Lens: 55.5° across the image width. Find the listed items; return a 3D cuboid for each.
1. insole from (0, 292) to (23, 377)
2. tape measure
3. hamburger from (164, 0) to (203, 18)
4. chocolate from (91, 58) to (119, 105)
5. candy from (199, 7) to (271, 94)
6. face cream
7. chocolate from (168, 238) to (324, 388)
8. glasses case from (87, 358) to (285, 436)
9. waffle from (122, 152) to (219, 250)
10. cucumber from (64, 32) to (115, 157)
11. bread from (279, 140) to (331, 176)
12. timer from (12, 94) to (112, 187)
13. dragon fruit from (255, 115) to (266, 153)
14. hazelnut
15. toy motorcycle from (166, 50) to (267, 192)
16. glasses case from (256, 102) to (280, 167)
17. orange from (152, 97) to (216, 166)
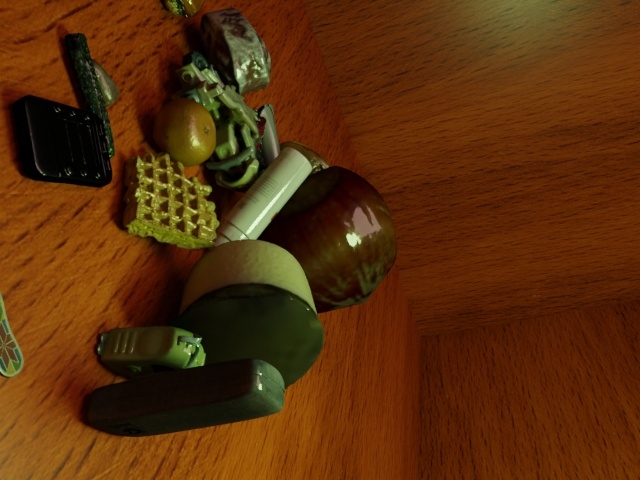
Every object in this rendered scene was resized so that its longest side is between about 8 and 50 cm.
[{"bbox_3d":[-0.479,0.109,0.880,0.065,0.006,0.193,-48,122,-69],"label":"insole"},{"bbox_3d":[-0.292,0.215,1.124,0.154,0.177,0.088,74,17,-49],"label":"tape measure"},{"bbox_3d":[-0.377,-0.677,1.633,0.166,0.087,0.137,-84,160,-48],"label":"hamburger"},{"bbox_3d":[-0.449,-0.331,1.256,0.064,0.031,0.101,-87,155,-53],"label":"chocolate"},{"bbox_3d":[-0.241,-0.535,1.722,0.289,0.157,0.214,55,-21,36],"label":"candy"},{"bbox_3d":[-0.161,-0.087,1.580,0.345,0.102,0.102,-51,142,-13],"label":"face cream"},{"bbox_3d":[-0.177,0.156,1.347,0.297,0.326,0.314,-118,-157,-50],"label":"chocolate"},{"bbox_3d":[-0.223,0.268,1.024,0.131,0.323,0.074,57,24,-54],"label":"glasses case"},{"bbox_3d":[-0.319,-0.092,1.322,0.229,0.057,0.219,20,47,-42],"label":"waffle"},{"bbox_3d":[-0.448,-0.279,1.193,0.043,0.044,0.257,-17,96,-28],"label":"cucumber"},{"bbox_3d":[-0.067,-0.218,2.041,0.269,0.195,0.143,38,19,-12],"label":"bread"},{"bbox_3d":[-0.457,-0.169,1.084,0.187,0.055,0.144,3,72,-68],"label":"timer"},{"bbox_3d":[-0.233,-0.314,1.838,0.102,0.096,0.147,2,106,-62],"label":"dragon fruit"},{"bbox_3d":[0.000,0.000,1.738,0.402,0.429,0.402,59,6,-9],"label":"hazelnut"},{"bbox_3d":[-0.258,-0.293,1.610,0.237,0.168,0.410,-85,150,-60],"label":"toy motorcycle"},{"bbox_3d":[-0.180,-0.269,1.919,0.083,0.128,0.308,-9,86,-47],"label":"glasses case"},{"bbox_3d":[-0.320,-0.250,1.417,0.159,0.136,0.159,15,73,-62],"label":"orange"}]
